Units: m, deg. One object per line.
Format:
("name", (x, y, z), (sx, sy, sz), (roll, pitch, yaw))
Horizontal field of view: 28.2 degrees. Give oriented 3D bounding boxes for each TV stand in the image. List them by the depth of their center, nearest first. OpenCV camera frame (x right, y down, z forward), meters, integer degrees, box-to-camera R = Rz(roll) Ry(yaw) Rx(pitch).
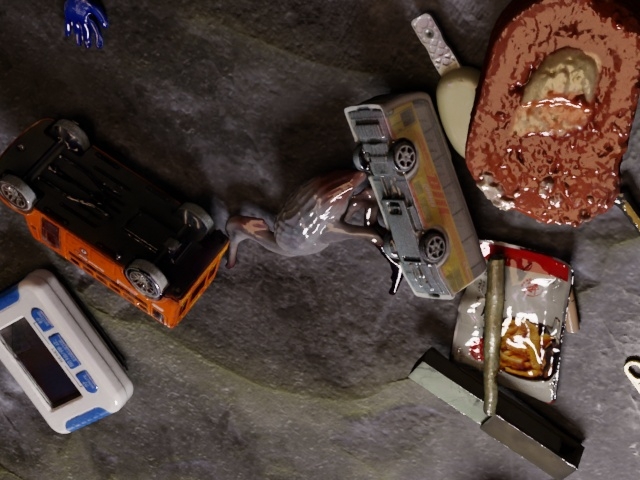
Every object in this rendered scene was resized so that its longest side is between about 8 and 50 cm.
("TV stand", (0.241, 0.237, 1.750), (0.256, 0.040, 0.049), (33, 139, -2))

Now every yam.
("yam", (0.223, 0.126, 1.670), (0.029, 0.027, 0.234), (-3, 112, -7))

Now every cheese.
("cheese", (0.168, -0.190, 1.547), (0.097, 0.037, 0.192), (-23, 108, 32))

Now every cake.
("cake", (0.261, -0.160, 1.434), (0.177, 0.151, 0.283), (10, 117, 5))

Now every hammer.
("hammer", (0.423, 0.015, 1.560), (0.078, 0.021, 0.201), (-29, 104, 35))

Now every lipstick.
("lipstick", (0.319, 0.076, 1.647), (0.019, 0.019, 0.094), (-3, 117, 26))

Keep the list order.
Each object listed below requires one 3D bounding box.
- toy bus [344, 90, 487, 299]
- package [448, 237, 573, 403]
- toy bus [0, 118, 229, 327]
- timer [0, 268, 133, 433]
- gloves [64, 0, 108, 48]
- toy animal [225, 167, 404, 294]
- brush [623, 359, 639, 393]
("toy bus", (0.121, -0.059, 1.592), (0.092, 0.106, 0.268), (2, 117, 54))
("package", (0.250, 0.107, 1.690), (0.154, 0.030, 0.239), (14, 124, 19))
("toy bus", (-0.301, -0.025, 1.794), (0.329, 0.143, 0.153), (33, 149, 6))
("timer", (-0.419, 0.174, 2.017), (0.178, 0.078, 0.253), (-25, 104, 37))
("gloves", (-0.316, -0.297, 1.719), (0.064, 0.026, 0.086), (17, 124, 13))
("toy animal", (-0.017, -0.018, 1.705), (0.324, 0.090, 0.195), (4, 129, 25))
("brush", (0.459, 0.238, 1.684), (0.083, 0.011, 0.205), (-27, 104, 35))
